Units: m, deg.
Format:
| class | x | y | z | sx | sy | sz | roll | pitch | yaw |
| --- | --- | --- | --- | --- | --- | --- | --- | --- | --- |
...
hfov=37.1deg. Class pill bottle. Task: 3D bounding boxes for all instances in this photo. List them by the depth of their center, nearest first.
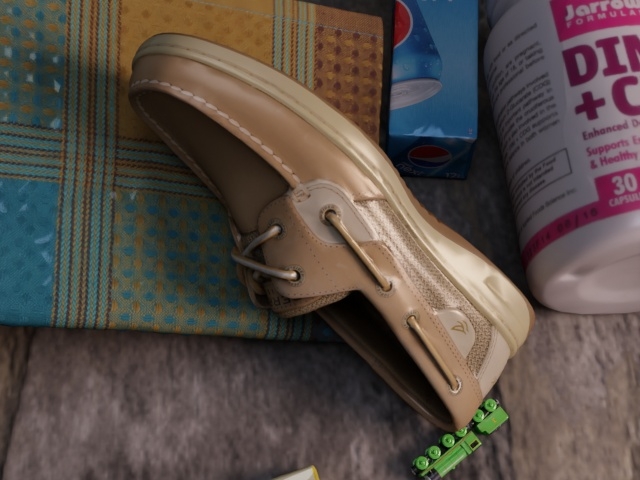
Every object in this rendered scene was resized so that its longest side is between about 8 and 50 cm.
| class | x | y | z | sx | sy | sz | roll | pitch | yaw |
| --- | --- | --- | --- | --- | --- | --- | --- | --- | --- |
| pill bottle | 0.212 | -0.100 | 0.724 | 0.161 | 0.160 | 0.283 | -6 | 65 | -2 |

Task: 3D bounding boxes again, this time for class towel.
| class | x | y | z | sx | sy | sz | roll | pitch | yaw |
| --- | --- | --- | --- | --- | --- | --- | --- | --- | --- |
| towel | -0.130 | -0.068 | 0.685 | 0.370 | 0.040 | 0.271 | 6 | 80 | -21 |

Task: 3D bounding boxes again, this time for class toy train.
| class | x | y | z | sx | sy | sz | roll | pitch | yaw |
| --- | --- | --- | --- | --- | --- | --- | --- | --- | --- |
| toy train | 0.101 | 0.146 | 0.691 | 0.083 | 0.017 | 0.023 | -37 | 80 | -15 |

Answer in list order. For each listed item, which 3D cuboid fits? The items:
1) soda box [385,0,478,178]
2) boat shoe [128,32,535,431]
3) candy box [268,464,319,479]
| class | x | y | z | sx | sy | sz | roll | pitch | yaw |
| --- | --- | --- | --- | --- | --- | --- | --- | --- | --- |
| soda box | 0.095 | -0.159 | 0.807 | 0.071 | 0.067 | 0.210 | 4 | 64 | 3 |
| boat shoe | 0.000 | 0.000 | 0.640 | 0.341 | 0.122 | 0.110 | 39 | 69 | -14 |
| candy box | -0.020 | 0.264 | 0.632 | 0.105 | 0.027 | 0.205 | -18 | 66 | -6 |
